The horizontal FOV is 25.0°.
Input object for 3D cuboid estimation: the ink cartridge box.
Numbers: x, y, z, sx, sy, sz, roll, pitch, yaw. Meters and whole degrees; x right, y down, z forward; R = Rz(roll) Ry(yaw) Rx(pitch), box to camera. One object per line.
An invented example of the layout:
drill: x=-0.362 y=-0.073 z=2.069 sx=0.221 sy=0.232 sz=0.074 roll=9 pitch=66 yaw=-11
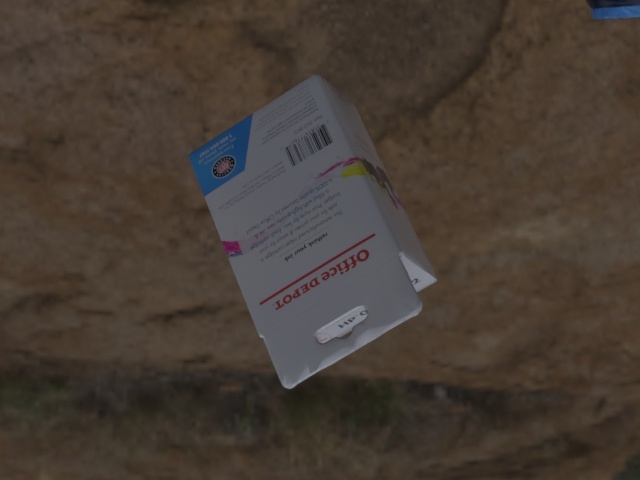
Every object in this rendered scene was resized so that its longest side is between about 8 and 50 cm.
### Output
ink cartridge box: x=0.000 y=0.000 z=0.907 sx=0.104 sy=0.181 sz=0.061 roll=-31 pitch=151 yaw=15

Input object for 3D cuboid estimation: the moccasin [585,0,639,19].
moccasin: x=0.323 y=-0.232 z=0.900 sx=0.342 sy=0.137 sz=0.116 roll=-18 pitch=104 yaw=10
